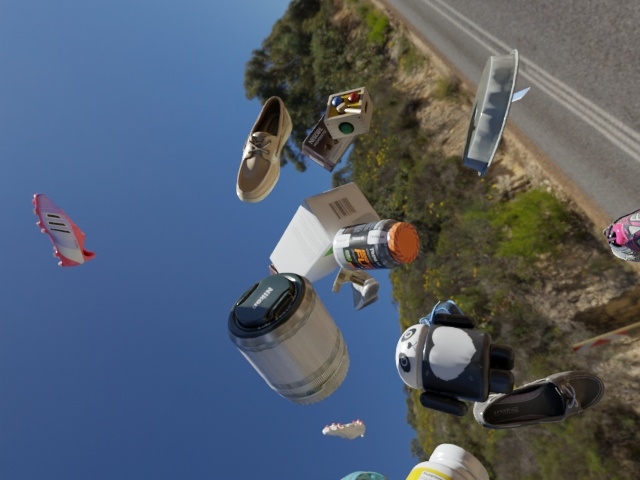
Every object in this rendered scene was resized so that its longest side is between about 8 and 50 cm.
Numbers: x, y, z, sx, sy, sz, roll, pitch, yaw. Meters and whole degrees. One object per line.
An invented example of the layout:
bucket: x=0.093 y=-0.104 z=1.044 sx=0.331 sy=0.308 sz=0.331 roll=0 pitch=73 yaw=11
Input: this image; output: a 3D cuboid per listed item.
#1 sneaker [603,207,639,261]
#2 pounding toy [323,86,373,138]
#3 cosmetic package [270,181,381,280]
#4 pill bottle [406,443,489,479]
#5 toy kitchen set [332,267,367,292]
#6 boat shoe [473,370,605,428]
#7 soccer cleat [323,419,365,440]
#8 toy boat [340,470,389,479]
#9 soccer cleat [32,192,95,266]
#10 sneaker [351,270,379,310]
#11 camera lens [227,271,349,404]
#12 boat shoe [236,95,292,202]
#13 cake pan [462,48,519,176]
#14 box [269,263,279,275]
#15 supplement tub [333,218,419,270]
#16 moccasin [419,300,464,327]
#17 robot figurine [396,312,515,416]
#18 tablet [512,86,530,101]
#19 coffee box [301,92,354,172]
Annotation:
sneaker: x=0.757 y=-0.012 z=0.984 sx=0.299 sy=0.112 sz=0.120 roll=27 pitch=-128 yaw=-60
pounding toy: x=0.081 y=-0.355 z=1.116 sx=0.100 sy=0.130 sz=0.141 roll=53 pitch=-139 yaw=-48
cosmetic package: x=0.000 y=0.000 z=1.251 sx=0.197 sy=0.365 sz=0.155 roll=-24 pitch=-108 yaw=-31
pill bottle: x=0.254 y=0.639 z=0.906 sx=0.334 sy=0.188 sz=0.188 roll=-32 pitch=-88 yaw=-43
toy kitchen set: x=0.083 y=0.098 z=1.055 sx=0.075 sy=0.068 sz=0.083 roll=23 pitch=-146 yaw=6
boat shoe: x=0.569 y=0.422 z=1.038 sx=0.095 sy=0.335 sz=0.112 roll=41 pitch=-149 yaw=-70
soccer cleat: x=0.108 y=0.847 z=1.773 sx=0.068 sy=0.196 sz=0.076 roll=157 pitch=111 yaw=-72
toy boat: x=0.204 y=0.774 z=1.155 sx=0.318 sy=0.148 sz=0.267 roll=23 pitch=176 yaw=33
soccer cleat: x=-0.698 y=-0.029 z=1.094 sx=0.083 sy=0.095 sz=0.248 roll=49 pitch=147 yaw=40
sneaker: x=0.185 y=0.209 z=1.726 sx=0.115 sy=0.105 sz=0.281 roll=57 pitch=159 yaw=26
camera lens: x=-0.072 y=0.231 z=0.967 sx=0.219 sy=0.219 sz=0.274 roll=-84 pitch=-30 yaw=-55
boat shoe: x=-0.175 y=-0.270 z=1.176 sx=0.110 sy=0.122 sz=0.341 roll=74 pitch=-154 yaw=-61
cake pan: x=0.400 y=-0.302 z=0.967 sx=0.293 sy=0.054 sz=0.293 roll=12 pitch=-90 yaw=-78
box: x=-0.157 y=0.217 z=2.182 sx=0.168 sy=0.167 sz=0.203 roll=40 pitch=145 yaw=39
supplement tub: x=0.131 y=0.012 z=0.962 sx=0.117 sy=0.190 sz=0.117 roll=6 pitch=-99 yaw=-39
moccasin: x=0.424 y=0.335 z=1.465 sx=0.342 sy=0.117 sz=0.137 roll=91 pitch=153 yaw=-56
robot figurine: x=0.329 y=0.300 z=1.000 sx=0.209 sy=0.278 sz=0.173 roll=-30 pitch=-60 yaw=-61
tablet: x=0.602 y=-0.443 z=1.243 sx=0.006 sy=0.054 sz=0.083 roll=48 pitch=161 yaw=-16
coffee box: x=0.067 y=-0.479 z=1.799 sx=0.168 sy=0.297 sz=0.119 roll=35 pitch=170 yaw=1
